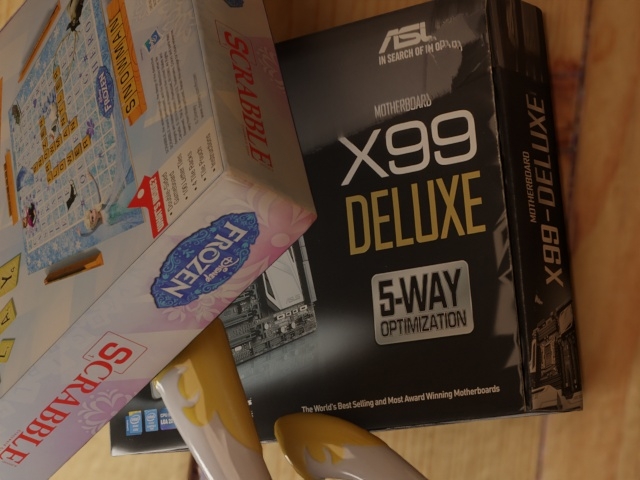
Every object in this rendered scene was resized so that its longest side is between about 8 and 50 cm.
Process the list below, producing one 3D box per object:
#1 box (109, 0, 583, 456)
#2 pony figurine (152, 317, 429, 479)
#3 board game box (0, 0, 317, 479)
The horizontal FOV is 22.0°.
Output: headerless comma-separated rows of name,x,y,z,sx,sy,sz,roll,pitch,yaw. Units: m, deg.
box,0.000,0.000,1.009,0.307,0.076,0.242,-10,80,34
pony figurine,-0.014,0.274,0.866,0.363,0.303,0.351,42,102,28
board game box,-0.150,-0.031,0.975,0.318,0.066,0.318,-43,38,27
